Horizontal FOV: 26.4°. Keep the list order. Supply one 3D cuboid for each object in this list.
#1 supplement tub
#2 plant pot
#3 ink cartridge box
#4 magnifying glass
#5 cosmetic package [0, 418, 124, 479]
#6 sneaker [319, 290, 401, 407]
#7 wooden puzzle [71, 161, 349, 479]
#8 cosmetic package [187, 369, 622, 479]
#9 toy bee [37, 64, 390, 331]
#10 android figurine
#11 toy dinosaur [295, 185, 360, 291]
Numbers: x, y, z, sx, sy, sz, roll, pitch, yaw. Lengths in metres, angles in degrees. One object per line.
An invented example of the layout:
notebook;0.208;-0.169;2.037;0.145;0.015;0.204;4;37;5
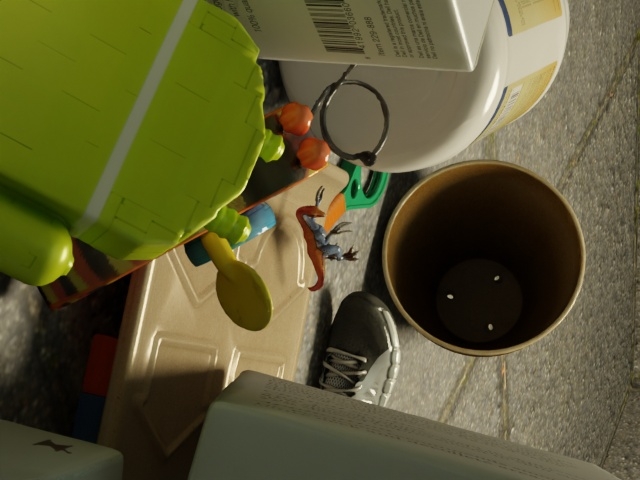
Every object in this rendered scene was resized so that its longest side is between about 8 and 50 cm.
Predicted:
supplement tub;0.118;-0.206;1.372;0.316;0.228;0.228;-30;126;-61
plant pot;0.204;0.050;1.713;0.254;0.237;0.237;68;36;-73
ink cartridge box;-0.039;-0.229;0.923;0.211;0.289;0.121;64;39;-54
magnifying glass;0.027;-0.053;1.484;0.231;0.026;0.092;-52;144;-52
cosmetic package;-0.260;0.342;0.781;0.230;0.161;0.453;-4;103;-67
sneaker;0.022;0.176;1.481;0.132;0.086;0.229;-22;120;-61
wooden puzzle;-0.102;0.074;1.170;0.322;0.080;0.348;22;83;-66
cosmetic package;0.046;0.295;0.969;0.394;0.329;0.327;76;29;-87
toy bee;-0.068;-0.055;0.947;0.298;0.195;0.162;-51;-170;-16
android figurine;-0.145;-0.093;0.815;0.273;0.056;0.248;28;65;-20
toy dinosaur;0.000;0.000;1.209;0.082;0.047;0.090;27;88;-48
